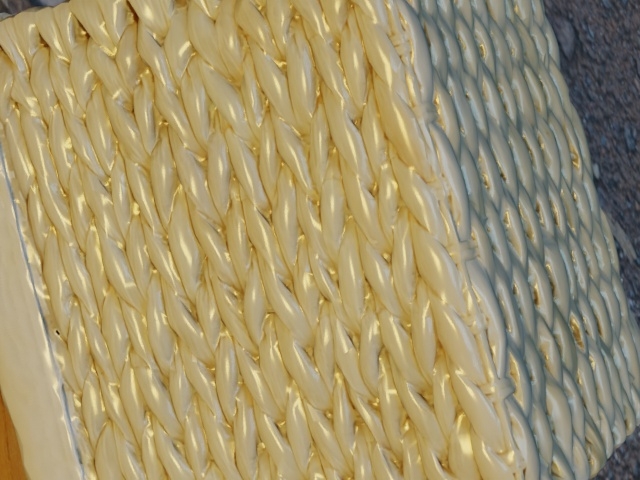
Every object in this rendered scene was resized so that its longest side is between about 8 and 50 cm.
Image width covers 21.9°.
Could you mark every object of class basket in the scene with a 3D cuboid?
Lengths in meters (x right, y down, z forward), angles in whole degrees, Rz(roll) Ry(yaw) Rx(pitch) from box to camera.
[{"bbox_3d":[0.000,0.000,0.925,0.328,0.266,0.331,-17,91,-68],"label":"basket"}]

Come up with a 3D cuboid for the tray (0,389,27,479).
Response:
[{"bbox_3d":[-0.291,0.159,0.729,0.411,0.076,0.203,4,74,-51],"label":"tray"}]
